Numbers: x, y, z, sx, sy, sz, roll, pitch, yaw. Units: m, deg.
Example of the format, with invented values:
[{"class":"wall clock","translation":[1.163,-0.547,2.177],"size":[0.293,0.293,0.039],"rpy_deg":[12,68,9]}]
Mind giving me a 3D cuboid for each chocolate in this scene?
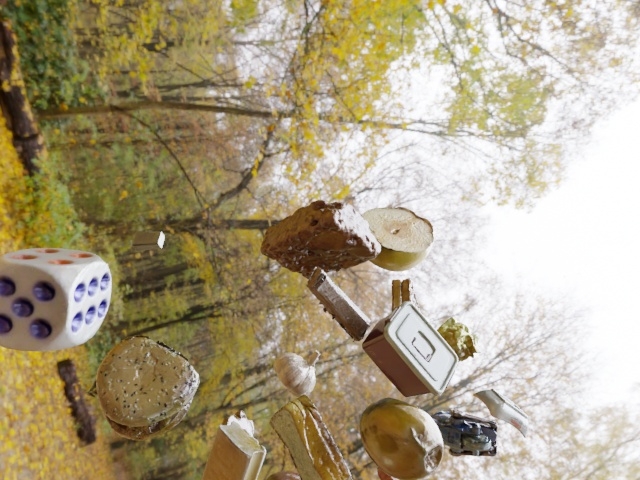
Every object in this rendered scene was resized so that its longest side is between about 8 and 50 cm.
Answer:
[{"class":"chocolate","translation":[0.069,0.216,1.589],"size":[0.065,0.102,0.329],"rpy_deg":[-1,-41,47]}]

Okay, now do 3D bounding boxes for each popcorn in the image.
[{"class":"popcorn","translation":[0.572,0.430,2.027],"size":[0.185,0.167,0.187],"rpy_deg":[37,-6,1]}]

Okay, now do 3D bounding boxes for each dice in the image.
[{"class":"dice","translation":[-0.773,0.159,1.368],"size":[0.259,0.251,0.243],"rpy_deg":[-75,173,-85]}]

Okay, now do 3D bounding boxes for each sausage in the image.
[{"class":"sausage","translation":[0.262,0.881,1.744],"size":[0.169,0.065,0.065],"rpy_deg":[47,-37,41]}]

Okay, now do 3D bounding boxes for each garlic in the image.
[{"class":"garlic","translation":[-0.081,0.572,2.134],"size":[0.218,0.212,0.218],"rpy_deg":[50,-3,4]}]

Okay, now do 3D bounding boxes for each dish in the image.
[{"class":"dish","translation":[0.711,0.652,1.851],"size":[0.077,0.212,0.151],"rpy_deg":[-52,-160,3]}]

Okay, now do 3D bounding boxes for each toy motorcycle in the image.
[{"class":"toy motorcycle","translation":[0.579,0.812,2.010],"size":[0.319,0.241,0.182],"rpy_deg":[4,-114,36]}]

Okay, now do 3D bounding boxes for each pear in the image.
[{"class":"pear","translation":[0.324,0.012,2.170],"size":[0.340,0.386,0.191],"rpy_deg":[37,-50,29]}]

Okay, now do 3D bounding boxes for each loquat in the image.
[{"class":"loquat","translation":[0.197,0.494,1.205],"size":[0.227,0.179,0.179],"rpy_deg":[16,-63,49]}]

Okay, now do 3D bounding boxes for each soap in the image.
[{"class":"soap","translation":[-0.285,0.735,1.502],"size":[0.173,0.089,0.274],"rpy_deg":[25,-79,38]}]

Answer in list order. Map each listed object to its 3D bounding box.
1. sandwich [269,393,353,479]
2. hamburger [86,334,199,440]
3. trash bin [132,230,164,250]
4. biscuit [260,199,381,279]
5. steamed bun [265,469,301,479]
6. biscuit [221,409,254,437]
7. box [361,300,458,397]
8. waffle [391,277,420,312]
[{"class":"sandwich","translation":[-0.024,0.456,1.041],"size":[0.215,0.065,0.186],"rpy_deg":[60,-29,19]},{"class":"hamburger","translation":[-0.584,0.494,1.578],"size":[0.318,0.277,0.195],"rpy_deg":[25,-46,6]},{"class":"trash bin","translation":[-0.594,0.001,1.659],"size":[0.043,0.092,0.061],"rpy_deg":[79,12,-56]},{"class":"biscuit","translation":[0.000,0.000,1.928],"size":[0.395,0.342,0.166],"rpy_deg":[-22,-131,32]},{"class":"steamed bun","translation":[-0.066,1.113,1.947],"size":[0.379,0.248,0.235],"rpy_deg":[60,-22,2]},{"class":"biscuit","translation":[-0.288,0.701,1.714],"size":[0.236,0.039,0.180],"rpy_deg":[47,29,-61]},{"class":"box","translation":[0.290,0.373,1.594],"size":[0.294,0.193,0.167],"rpy_deg":[49,-45,-2]},{"class":"waffle","translation":[0.355,0.324,1.964],"size":[0.308,0.091,0.213],"rpy_deg":[-73,147,-56]}]
